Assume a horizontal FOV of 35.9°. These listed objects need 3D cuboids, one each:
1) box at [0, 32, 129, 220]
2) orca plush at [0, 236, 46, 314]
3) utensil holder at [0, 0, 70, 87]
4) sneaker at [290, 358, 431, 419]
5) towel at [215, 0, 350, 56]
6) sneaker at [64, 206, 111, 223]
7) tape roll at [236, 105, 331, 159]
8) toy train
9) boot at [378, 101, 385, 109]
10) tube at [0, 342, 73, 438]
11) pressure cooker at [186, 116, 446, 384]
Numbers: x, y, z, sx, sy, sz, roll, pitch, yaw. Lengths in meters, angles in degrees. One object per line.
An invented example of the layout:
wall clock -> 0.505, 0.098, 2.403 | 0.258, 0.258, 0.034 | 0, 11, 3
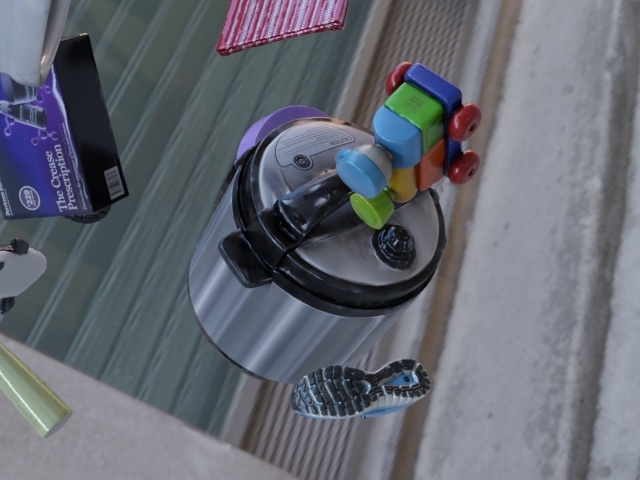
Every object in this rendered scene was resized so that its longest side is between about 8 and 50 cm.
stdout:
box -> -0.425, -0.172, 1.522 | 0.184, 0.261, 0.103 | -2, 19, 28
orca plush -> -0.643, 0.071, 1.872 | 0.287, 0.102, 0.151 | -53, -24, -54
utensil holder -> -0.480, -0.381, 1.144 | 0.327, 0.385, 0.328 | -167, 90, -77
sneaker -> 0.043, 0.182, 1.112 | 0.073, 0.162, 0.063 | 111, 151, -50
towel -> -0.054, -0.421, 1.708 | 0.274, 0.031, 0.199 | -5, 61, 35
sneaker -> -0.504, -0.132, 1.734 | 0.107, 0.283, 0.124 | -44, 39, 23
tape roll -> -0.055, -0.170, 2.299 | 0.090, 0.274, 0.275 | -15, 47, 59
toy train -> 0.091, -0.066, 1.073 | 0.143, 0.105, 0.248 | -45, -24, -15
boot -> 0.114, -0.177, 1.490 | 0.037, 0.114, 0.106 | -52, 37, -2
tube -> -0.490, 0.204, 1.550 | 0.070, 0.240, 0.062 | -49, -7, 22
pressure cooker -> 0.005, 0.004, 1.637 | 0.420, 0.375, 0.370 | 126, 161, -49
